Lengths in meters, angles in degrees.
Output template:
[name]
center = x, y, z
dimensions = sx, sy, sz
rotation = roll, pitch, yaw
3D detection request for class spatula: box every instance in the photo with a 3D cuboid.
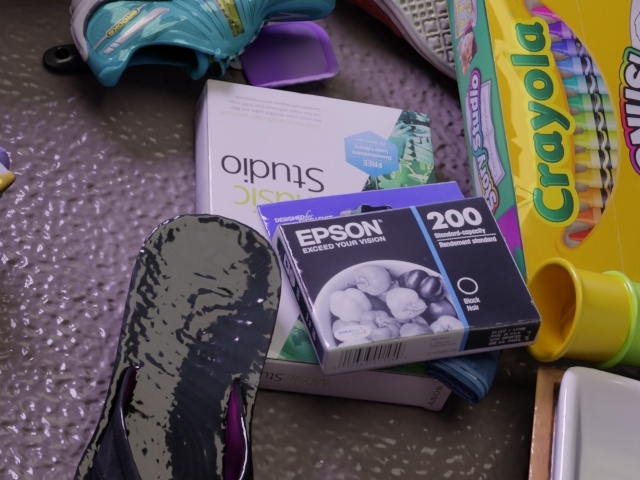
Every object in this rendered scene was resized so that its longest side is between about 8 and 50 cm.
[spatula]
center = -0.130, -0.186, 1.960
dimensions = 0.297, 0.030, 0.084
rotation = -2, 53, -21

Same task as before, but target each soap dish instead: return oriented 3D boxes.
[soap dish]
center = 0.278, 0.265, 1.699
dimensions = 0.229, 0.118, 0.290
rotation = 16, 50, -7

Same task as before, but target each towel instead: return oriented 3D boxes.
[towel]
center = 0.136, 0.089, 1.777
dimensions = 0.067, 0.029, 0.119
rotation = 34, 43, -10

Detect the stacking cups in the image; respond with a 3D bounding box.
[stacking cups]
center = 0.338, 0.079, 1.820
dimensions = 0.316, 0.096, 0.096
rotation = 8, 51, -28

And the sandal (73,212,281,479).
[sandal]
center = -0.119, 0.168, 1.604
dimensions = 0.168, 0.107, 0.445
rotation = 6, 63, -6

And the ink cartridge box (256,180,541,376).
[ink cartridge box]
center = 0.068, 0.018, 1.766
dimensions = 0.206, 0.045, 0.208
rotation = -8, 49, -19

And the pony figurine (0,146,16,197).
[pony figurine]
center = -0.440, -0.135, 1.681
dimensions = 0.363, 0.303, 0.351
rotation = 48, 60, 0

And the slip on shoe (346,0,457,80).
[slip on shoe]
center = 0.092, -0.267, 2.057
dimensions = 0.331, 0.101, 0.123
rotation = 34, 85, -6

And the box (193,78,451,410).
[box]
center = 0.000, 0.000, 1.844
dimensions = 0.232, 0.058, 0.322
rotation = 7, 53, -15

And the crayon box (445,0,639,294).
[crayon box]
center = 0.304, -0.098, 1.949
dimensions = 0.313, 0.106, 0.362
rotation = 1, 68, -20

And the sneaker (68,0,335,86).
[sneaker]
center = -0.109, -0.208, 1.917
dimensions = 0.275, 0.107, 0.110
rotation = -13, 75, -23
